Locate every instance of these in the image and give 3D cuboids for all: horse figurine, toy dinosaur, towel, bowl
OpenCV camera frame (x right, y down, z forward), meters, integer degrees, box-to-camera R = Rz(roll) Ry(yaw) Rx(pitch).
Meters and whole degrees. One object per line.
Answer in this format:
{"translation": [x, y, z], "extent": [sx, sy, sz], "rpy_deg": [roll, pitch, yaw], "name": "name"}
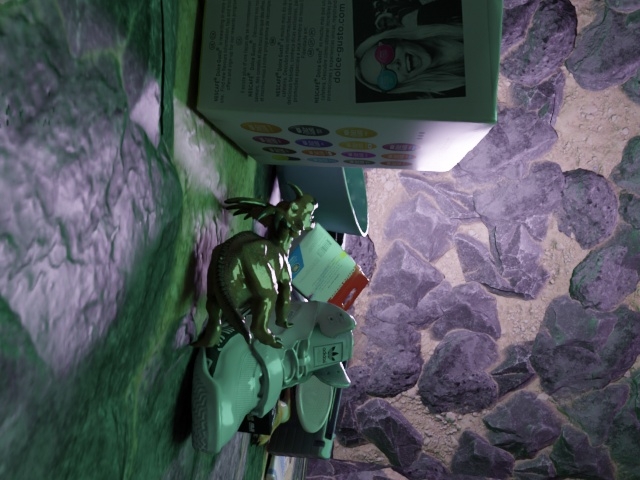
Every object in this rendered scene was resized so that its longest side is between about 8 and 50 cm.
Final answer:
{"translation": [-0.114, 0.407, 1.325], "extent": [0.263, 0.066, 0.174], "rpy_deg": [57, 32, -80], "name": "horse figurine"}
{"translation": [-0.095, 0.028, 0.709], "extent": [0.295, 0.127, 0.200], "rpy_deg": [-54, 150, -74], "name": "toy dinosaur"}
{"translation": [-0.131, 0.650, 1.641], "extent": [0.285, 0.034, 0.209], "rpy_deg": [-83, 174, -47], "name": "towel"}
{"translation": [0.001, -0.150, 1.205], "extent": [0.311, 0.163, 0.311], "rpy_deg": [-10, 90, -78], "name": "bowl"}

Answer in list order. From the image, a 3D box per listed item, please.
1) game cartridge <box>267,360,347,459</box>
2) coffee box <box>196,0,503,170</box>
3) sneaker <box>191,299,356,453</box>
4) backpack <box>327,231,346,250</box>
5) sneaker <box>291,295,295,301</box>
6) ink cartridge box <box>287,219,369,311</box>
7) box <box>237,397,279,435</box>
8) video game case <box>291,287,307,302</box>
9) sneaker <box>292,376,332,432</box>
{"translation": [-0.029, 0.445, 1.521], "extent": [0.230, 0.068, 0.354], "rpy_deg": [-23, -136, 46], "name": "game cartridge"}
{"translation": [0.046, -0.292, 0.727], "extent": [0.337, 0.335, 0.337], "rpy_deg": [23, 70, -85], "name": "coffee box"}
{"translation": [-0.056, 0.181, 0.792], "extent": [0.366, 0.210, 0.137], "rpy_deg": [-72, 167, -71], "name": "sneaker"}
{"translation": [0.000, 0.000, 1.656], "extent": [0.188, 0.166, 0.144], "rpy_deg": [-75, 172, -48], "name": "backpack"}
{"translation": [-0.062, 0.147, 1.505], "extent": [0.151, 0.094, 0.255], "rpy_deg": [95, 4, -48], "name": "sneaker"}
{"translation": [-0.004, 0.066, 1.163], "extent": [0.134, 0.078, 0.231], "rpy_deg": [-51, 128, -10], "name": "ink cartridge box"}
{"translation": [-0.115, 0.248, 0.996], "extent": [0.180, 0.078, 0.147], "rpy_deg": [-79, 173, -56], "name": "box"}
{"translation": [-0.062, 0.075, 1.290], "extent": [0.143, 0.019, 0.157], "rpy_deg": [59, 20, -10], "name": "video game case"}
{"translation": [-0.050, 0.396, 1.464], "extent": [0.147, 0.105, 0.295], "rpy_deg": [-47, -140, 47], "name": "sneaker"}
